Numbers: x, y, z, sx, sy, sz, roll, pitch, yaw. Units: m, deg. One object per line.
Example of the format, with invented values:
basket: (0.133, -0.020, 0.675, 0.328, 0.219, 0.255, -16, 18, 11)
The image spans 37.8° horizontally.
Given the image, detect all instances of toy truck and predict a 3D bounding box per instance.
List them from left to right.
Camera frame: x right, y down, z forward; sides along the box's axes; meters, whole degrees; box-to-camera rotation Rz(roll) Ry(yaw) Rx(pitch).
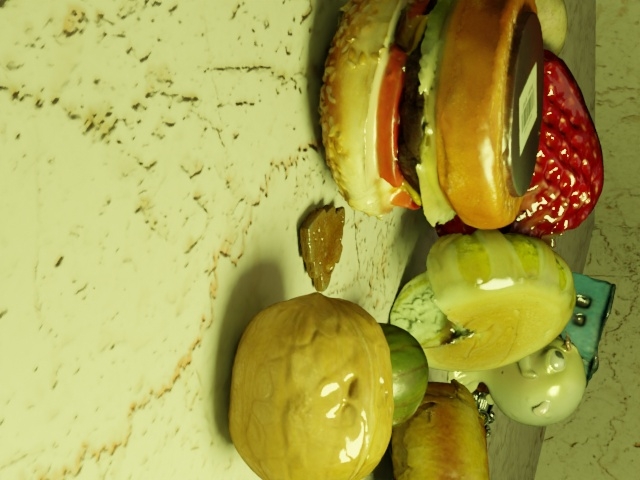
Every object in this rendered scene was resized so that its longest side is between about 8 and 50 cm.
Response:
toy truck: (0.348, 0.366, 2.096, 0.083, 0.092, 0.192, 17, 90, -67)

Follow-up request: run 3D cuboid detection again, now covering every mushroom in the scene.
mushroom: (0.333, -0.418, 1.658, 0.255, 0.184, 0.254, 33, 40, -33)

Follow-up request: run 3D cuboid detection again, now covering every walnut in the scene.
walnut: (-0.011, 0.170, 1.046, 0.193, 0.193, 0.225, -17, 103, -66)

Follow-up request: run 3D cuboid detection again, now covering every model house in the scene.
model house: (0.512, 0.176, 2.167, 0.237, 0.303, 0.215, 74, 38, -65)

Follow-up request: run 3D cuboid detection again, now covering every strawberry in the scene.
strawberry: (0.331, -0.165, 1.624, 0.295, 0.318, 0.345, -120, -159, -65)

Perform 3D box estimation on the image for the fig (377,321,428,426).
fig: (0.033, 0.196, 1.280, 0.259, 0.151, 0.151, -7, 106, -39)

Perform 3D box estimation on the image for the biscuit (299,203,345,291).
biscuit: (0.000, 0.000, 1.211, 0.130, 0.019, 0.119, 45, 57, -64)

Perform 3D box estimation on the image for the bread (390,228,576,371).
bread: (0.269, 0.095, 1.556, 0.333, 0.333, 0.160, 62, 16, -55)

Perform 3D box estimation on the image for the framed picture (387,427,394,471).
framed picture: (0.154, 0.325, 1.710, 0.231, 0.010, 0.173, 77, 31, -43)

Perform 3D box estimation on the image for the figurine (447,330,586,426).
figurine: (0.374, 0.213, 1.949, 0.394, 0.275, 0.226, 61, 15, -11)

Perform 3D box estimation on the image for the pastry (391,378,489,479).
pastry: (0.210, 0.407, 1.594, 0.356, 0.164, 0.355, -8, 90, -80)

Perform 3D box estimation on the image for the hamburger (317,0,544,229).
hamburger: (0.145, -0.182, 1.199, 0.330, 0.250, 0.329, 4, 90, -69)
